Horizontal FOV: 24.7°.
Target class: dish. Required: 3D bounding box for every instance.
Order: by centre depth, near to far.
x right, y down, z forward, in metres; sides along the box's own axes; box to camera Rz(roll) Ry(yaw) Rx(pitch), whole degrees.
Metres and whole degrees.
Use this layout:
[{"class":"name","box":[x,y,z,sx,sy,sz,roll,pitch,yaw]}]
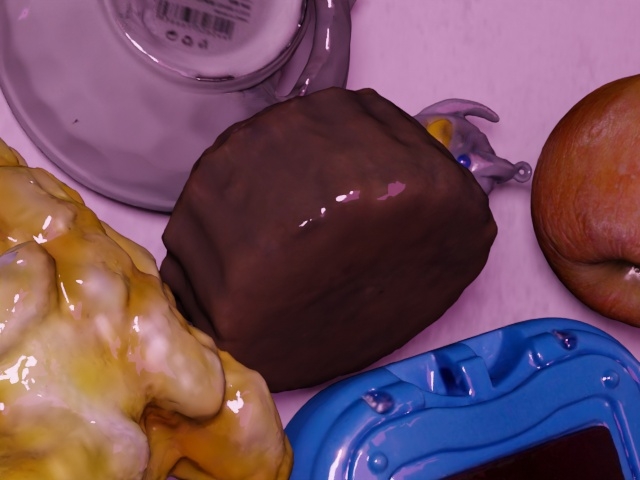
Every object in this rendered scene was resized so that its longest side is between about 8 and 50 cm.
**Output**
[{"class":"dish","box":[-0.089,-0.163,1.042,0.303,0.120,0.303,4,77,-16]}]

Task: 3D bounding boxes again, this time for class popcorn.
[{"class":"popcorn","box":[-0.203,0.095,0.886,0.279,0.274,0.335,-35,97,-22]}]

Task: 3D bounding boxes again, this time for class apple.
[{"class":"apple","box":[0.273,-0.034,1.151,0.211,0.211,0.188,36,67,-15]}]

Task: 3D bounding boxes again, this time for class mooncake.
[{"class":"mooncake","box":[0.000,0.000,1.025,0.228,0.228,0.124,-18,56,-25]}]

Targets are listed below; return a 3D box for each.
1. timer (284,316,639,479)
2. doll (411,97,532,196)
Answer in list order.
[{"class":"timer","box":[0.137,0.229,1.106,0.340,0.115,0.309,-15,86,-25]},{"class":"doll","box":[0.074,-0.062,1.148,0.194,0.062,0.104,4,63,-14]}]
